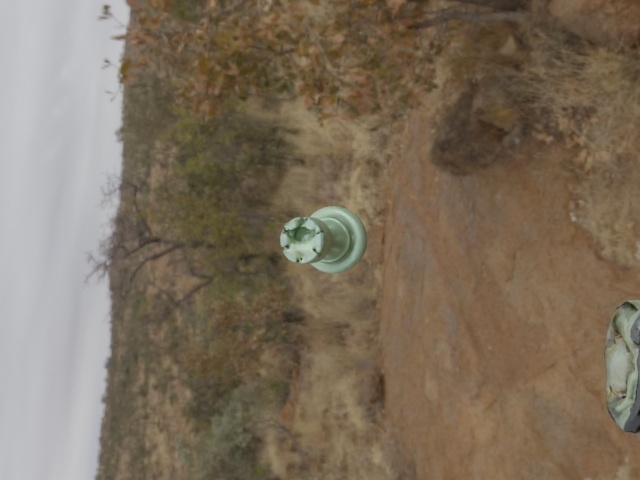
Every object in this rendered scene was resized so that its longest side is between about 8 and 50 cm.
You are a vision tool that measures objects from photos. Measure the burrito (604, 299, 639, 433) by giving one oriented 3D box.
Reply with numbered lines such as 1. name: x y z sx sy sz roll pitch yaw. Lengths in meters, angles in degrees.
1. burrito: 0.407 0.113 0.716 0.089 0.228 0.144 -138 44 -73

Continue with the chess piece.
1. chess piece: 0.000 0.000 0.651 0.103 0.067 0.067 -3 -80 -70
